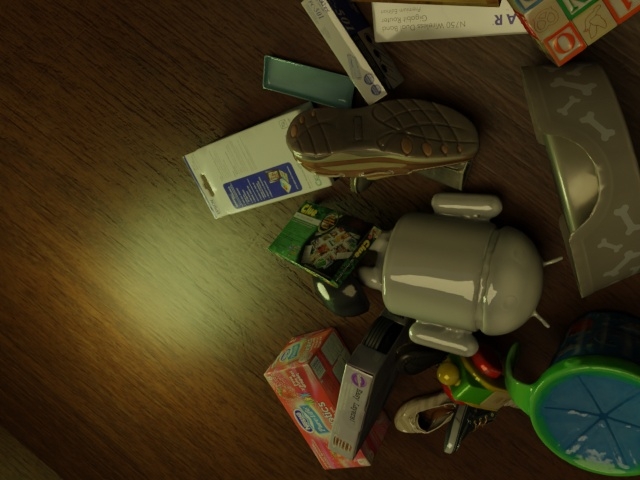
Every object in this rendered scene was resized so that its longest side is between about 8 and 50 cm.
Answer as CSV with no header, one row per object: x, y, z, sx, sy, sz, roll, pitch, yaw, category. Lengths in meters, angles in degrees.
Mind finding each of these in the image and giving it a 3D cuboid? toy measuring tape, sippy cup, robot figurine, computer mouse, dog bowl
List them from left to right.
0.026,0.097,1.246,0.072,0.272,0.188,-32,98,-6,computer mouse
0.248,0.058,1.130,0.354,0.200,0.299,11,98,23,robot figurine
0.336,0.274,1.223,0.330,0.121,0.121,20,140,-38,toy measuring tape
0.383,-0.097,0.893,0.102,0.349,0.348,-15,110,21,dog bowl
0.506,0.248,1.086,0.305,0.224,0.240,39,129,4,sippy cup

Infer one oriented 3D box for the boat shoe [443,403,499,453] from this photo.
0.321,0.372,1.286,0.083,0.183,0.065,23,144,11,boat shoe

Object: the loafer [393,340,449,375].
0.213,0.212,1.242,0.080,0.220,0.078,-48,60,30,loafer

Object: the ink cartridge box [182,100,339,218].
-0.127,-0.159,1.287,0.333,0.065,0.165,-12,112,35,ink cartridge box

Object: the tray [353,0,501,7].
0.172,-0.503,0.773,0.203,0.076,0.410,14,85,27,tray

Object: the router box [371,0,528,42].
0.236,-0.462,0.912,0.336,0.082,0.301,5,119,26,router box

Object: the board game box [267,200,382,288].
0.000,0.000,1.200,0.030,0.136,0.260,41,171,-31,board game box

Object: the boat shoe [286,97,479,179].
0.107,-0.166,1.069,0.325,0.123,0.116,3,157,7,boat shoe

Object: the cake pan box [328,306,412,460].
0.111,0.290,1.309,0.070,0.246,0.266,20,125,17,cake pan box

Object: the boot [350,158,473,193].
0.170,-0.140,1.150,0.209,0.076,0.189,20,127,9,boot

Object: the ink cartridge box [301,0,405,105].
0.060,-0.342,1.067,0.046,0.097,0.207,-29,101,37,ink cartridge box

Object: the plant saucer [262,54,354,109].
-0.022,-0.304,1.184,0.192,0.018,0.067,20,125,18,plant saucer

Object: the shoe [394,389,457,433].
0.245,0.398,1.417,0.076,0.058,0.219,47,128,-3,shoe

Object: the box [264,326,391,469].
0.022,0.377,1.468,0.142,0.154,0.300,-20,107,36,box

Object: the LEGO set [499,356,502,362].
0.349,0.267,1.308,0.054,0.023,0.083,39,128,3,LEGO set

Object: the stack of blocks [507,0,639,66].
0.379,-0.388,0.780,0.297,0.087,0.171,-36,109,20,stack of blocks
